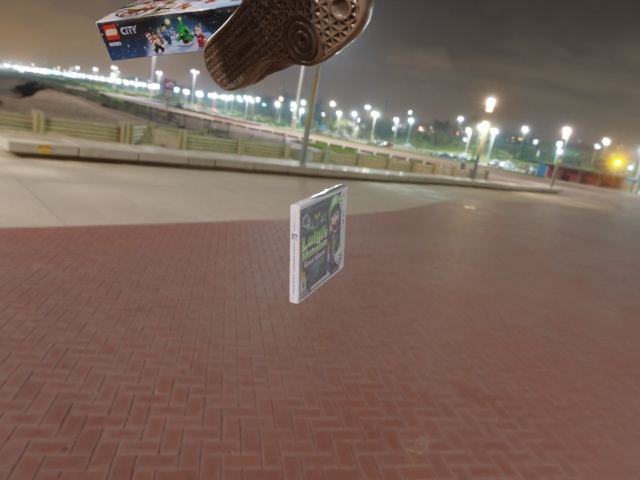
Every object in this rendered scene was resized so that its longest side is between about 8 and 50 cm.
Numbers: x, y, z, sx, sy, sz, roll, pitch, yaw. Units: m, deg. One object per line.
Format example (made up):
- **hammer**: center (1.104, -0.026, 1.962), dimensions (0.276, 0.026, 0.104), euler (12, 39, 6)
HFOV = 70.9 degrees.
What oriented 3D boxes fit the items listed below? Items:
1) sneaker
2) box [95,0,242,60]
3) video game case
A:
- **sneaker**: center (-0.024, -0.172, 0.352), dimensions (0.188, 0.066, 0.071), euler (4, 40, 48)
- **box**: center (-0.122, -0.277, 0.544), dimensions (0.233, 0.044, 0.159), euler (-2, 40, 10)
- **video game case**: center (0.000, 0.000, 0.816), dimensions (0.022, 0.173, 0.190), euler (11, 21, 25)
